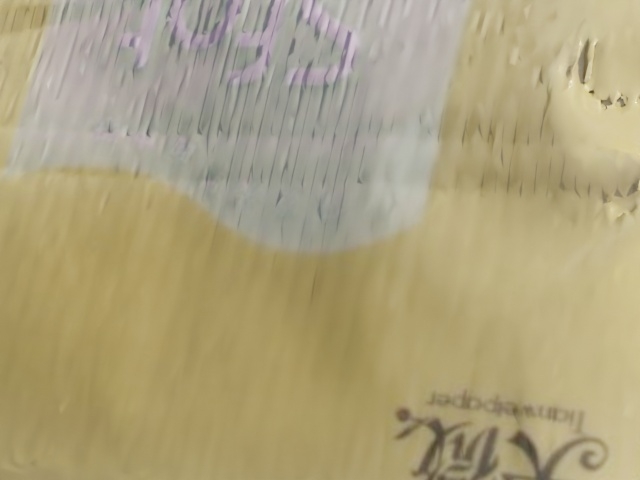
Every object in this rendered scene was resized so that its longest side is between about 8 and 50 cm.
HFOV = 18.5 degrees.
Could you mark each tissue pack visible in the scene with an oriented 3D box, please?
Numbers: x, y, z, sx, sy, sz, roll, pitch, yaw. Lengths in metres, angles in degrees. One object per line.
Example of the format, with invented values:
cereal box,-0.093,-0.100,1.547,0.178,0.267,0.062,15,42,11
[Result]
tissue pack,0.000,0.000,0.439,0.222,0.090,0.186,5,73,33
